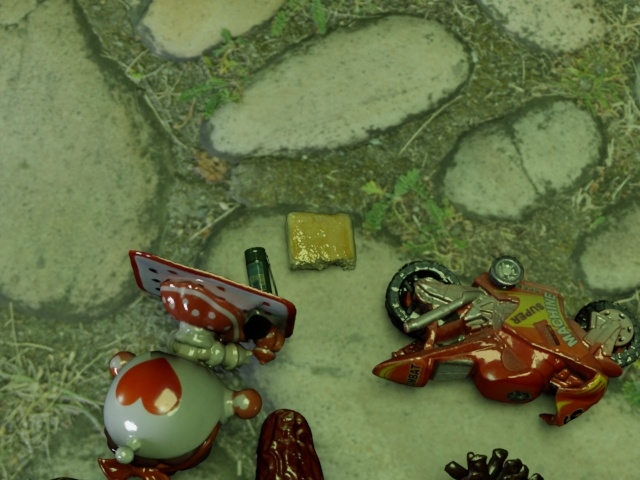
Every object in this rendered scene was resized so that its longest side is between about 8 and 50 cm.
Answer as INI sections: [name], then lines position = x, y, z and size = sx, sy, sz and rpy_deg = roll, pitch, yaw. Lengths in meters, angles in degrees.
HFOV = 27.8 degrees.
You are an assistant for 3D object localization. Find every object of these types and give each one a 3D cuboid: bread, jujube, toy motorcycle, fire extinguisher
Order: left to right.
[fire extinguisher]
position = -0.065, 0.050, 1.462
size = 0.038, 0.025, 0.083
rpy_deg = 4, 64, -29
[jujube]
position = -0.033, 0.240, 1.352
size = 0.077, 0.077, 0.129
rpy_deg = -2, 68, -6
[bread]
position = 0.000, 0.000, 1.485
size = 0.083, 0.035, 0.070
rpy_deg = -4, 67, -14
[toy motorcycle]
position = 0.212, 0.113, 1.425
size = 0.298, 0.089, 0.171
rpy_deg = 11, 64, -1

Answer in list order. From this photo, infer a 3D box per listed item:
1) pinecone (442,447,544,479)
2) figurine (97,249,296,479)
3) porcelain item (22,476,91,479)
[pinecone]
position = 0.178, 0.291, 1.314
size = 0.163, 0.163, 0.165
rpy_deg = -18, 51, -13
[figurine]
position = -0.147, 0.156, 1.344
size = 0.183, 0.160, 0.226
rpy_deg = 18, 72, 3
[porcelain item]
position = -0.188, 0.345, 1.274
size = 0.288, 0.138, 0.186
rpy_deg = 17, 83, -3
